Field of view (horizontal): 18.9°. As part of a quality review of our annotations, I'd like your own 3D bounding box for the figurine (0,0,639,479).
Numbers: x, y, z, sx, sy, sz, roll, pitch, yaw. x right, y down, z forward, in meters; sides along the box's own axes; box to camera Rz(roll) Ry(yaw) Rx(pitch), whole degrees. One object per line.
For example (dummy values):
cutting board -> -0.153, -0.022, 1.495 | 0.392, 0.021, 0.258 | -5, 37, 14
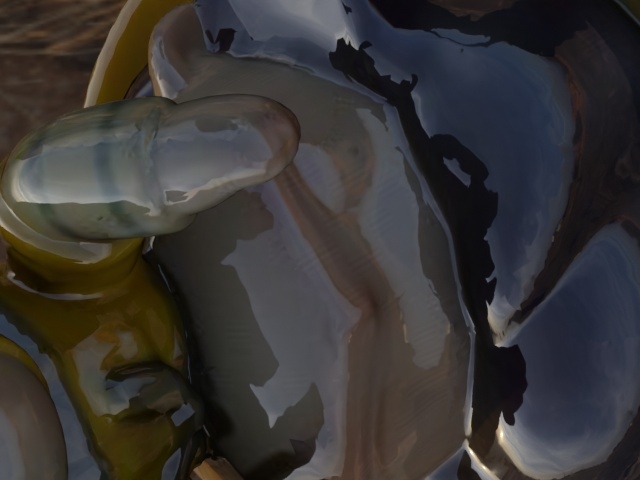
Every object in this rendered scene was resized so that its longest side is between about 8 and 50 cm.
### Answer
figurine -> -0.012, 0.014, 0.458 | 0.167, 0.257, 0.192 | 21, 124, 46
